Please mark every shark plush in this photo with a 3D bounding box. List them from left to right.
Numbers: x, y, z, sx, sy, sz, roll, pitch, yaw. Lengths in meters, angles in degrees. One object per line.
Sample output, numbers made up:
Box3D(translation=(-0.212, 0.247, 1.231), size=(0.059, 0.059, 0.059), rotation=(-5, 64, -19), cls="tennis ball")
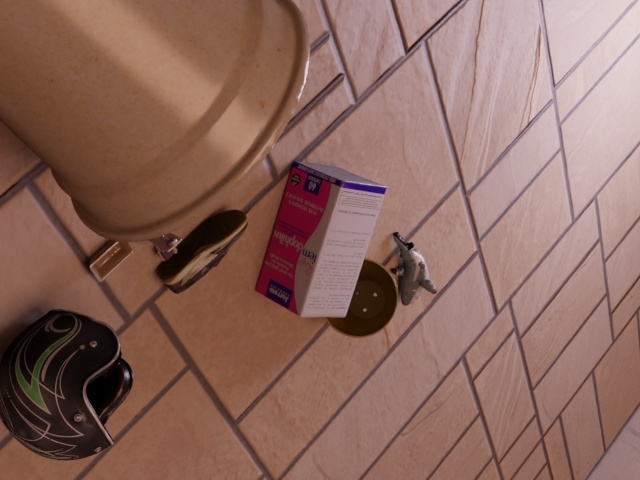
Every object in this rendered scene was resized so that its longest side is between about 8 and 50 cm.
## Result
Box3D(translation=(0.164, 0.055, 1.667), size=(0.067, 0.073, 0.161), rotation=(-23, 138, -1), cls="shark plush")

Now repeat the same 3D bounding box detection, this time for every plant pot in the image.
Box3D(translation=(-0.231, -0.214, 0.885), size=(0.305, 0.334, 0.334), rotation=(40, 78, -44), cls="plant pot")
Box3D(translation=(0.071, 0.099, 1.542), size=(0.134, 0.134, 0.095), rotation=(-64, 168, 0), cls="plant pot")

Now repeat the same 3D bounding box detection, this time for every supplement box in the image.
Box3D(translation=(0.000, 0.000, 1.406), size=(0.114, 0.111, 0.220), rotation=(4, 106, -49), cls="supplement box")

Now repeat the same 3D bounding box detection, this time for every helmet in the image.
Box3D(translation=(-0.314, 0.183, 1.103), size=(0.169, 0.169, 0.161), rotation=(58, 47, -46), cls="helmet")

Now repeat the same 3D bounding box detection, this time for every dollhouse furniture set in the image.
Box3D(translation=(-0.233, 0.029, 1.184), size=(0.114, 0.081, 0.091), rotation=(-45, 137, -22), cls="dollhouse furniture set")

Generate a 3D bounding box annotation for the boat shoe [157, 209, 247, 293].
Box3D(translation=(-0.164, 0.015, 1.283), size=(0.152, 0.056, 0.049), rotation=(-38, 140, -15), cls="boat shoe")
